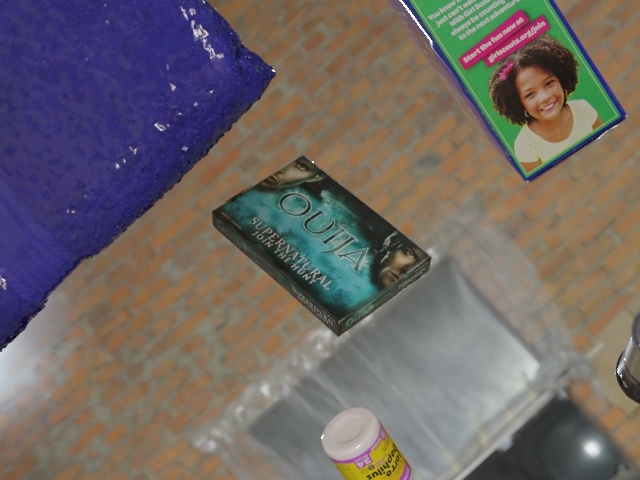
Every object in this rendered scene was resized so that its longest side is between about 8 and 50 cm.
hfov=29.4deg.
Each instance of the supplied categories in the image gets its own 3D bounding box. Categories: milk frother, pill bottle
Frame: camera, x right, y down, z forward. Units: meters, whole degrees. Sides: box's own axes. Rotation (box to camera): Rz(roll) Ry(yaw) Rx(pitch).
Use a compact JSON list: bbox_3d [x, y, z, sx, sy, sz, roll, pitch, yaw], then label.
[{"bbox_3d":[0.426,0.125,1.400,0.143,0.129,0.135,-43,-21,-15],"label":"milk frother"},{"bbox_3d":[0.037,0.157,0.852,0.043,0.043,0.083,-39,-57,-9],"label":"pill bottle"}]

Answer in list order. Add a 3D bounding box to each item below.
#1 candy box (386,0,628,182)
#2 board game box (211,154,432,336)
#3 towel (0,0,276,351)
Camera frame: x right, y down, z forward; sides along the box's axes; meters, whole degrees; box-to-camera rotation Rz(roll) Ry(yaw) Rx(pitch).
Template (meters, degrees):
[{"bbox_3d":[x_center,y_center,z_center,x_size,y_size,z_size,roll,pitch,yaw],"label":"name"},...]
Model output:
[{"bbox_3d":[0.139,-0.235,1.194,0.122,0.317,0.268,-36,12,7],"label":"candy box"},{"bbox_3d":[0.000,0.000,1.202,0.126,0.186,0.026,-34,-31,-28],"label":"board game box"},{"bbox_3d":[-0.200,-0.074,0.736,0.308,0.227,0.076,-42,-7,15],"label":"towel"}]
